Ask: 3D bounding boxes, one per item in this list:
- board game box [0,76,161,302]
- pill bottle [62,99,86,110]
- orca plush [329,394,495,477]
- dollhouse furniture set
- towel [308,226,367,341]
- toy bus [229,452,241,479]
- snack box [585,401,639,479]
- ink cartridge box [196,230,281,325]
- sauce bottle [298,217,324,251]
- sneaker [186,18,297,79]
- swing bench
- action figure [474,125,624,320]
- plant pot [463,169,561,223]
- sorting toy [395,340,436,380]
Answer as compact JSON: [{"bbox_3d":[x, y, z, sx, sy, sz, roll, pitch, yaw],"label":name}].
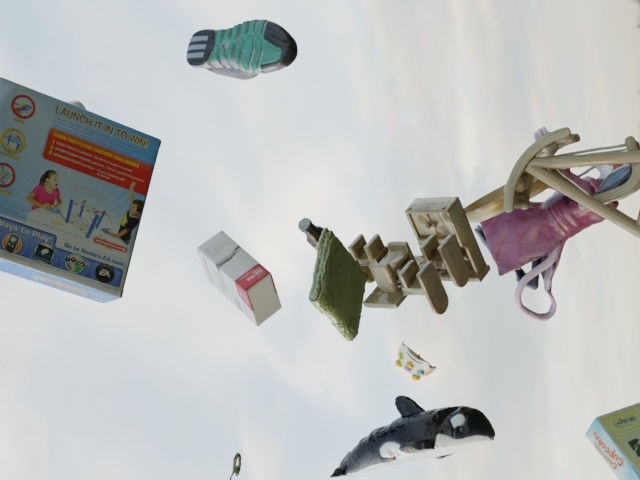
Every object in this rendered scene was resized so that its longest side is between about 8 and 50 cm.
[{"bbox_3d":[-0.460,-0.082,2.038,0.308,0.086,0.302,21,-110,-26],"label":"board game box"},{"bbox_3d":[-0.498,-0.224,2.236,0.120,0.067,0.067,-37,-63,-51],"label":"pill bottle"},{"bbox_3d":[0.141,0.302,1.898,0.151,0.287,0.102,8,-116,-41],"label":"orca plush"},{"bbox_3d":[0.175,0.058,2.087,0.242,0.212,0.161,-47,-57,-36],"label":"dollhouse furniture set"},{"bbox_3d":[0.025,0.063,1.683,0.110,0.027,0.148,49,-148,-33],"label":"towel"},{"bbox_3d":[-0.221,0.549,2.346,0.202,0.104,0.191,-68,-25,-54],"label":"toy bus"},{"bbox_3d":[0.676,0.375,2.206,0.187,0.322,0.060,57,146,35],"label":"snack box"},{"bbox_3d":[-0.133,0.061,1.935,0.135,0.056,0.099,40,158,34],"label":"ink cartridge box"},{"bbox_3d":[0.000,0.000,2.160,0.128,0.042,0.042,41,-138,-49],"label":"sauce bottle"},{"bbox_3d":[-0.102,-0.289,1.835,0.098,0.223,0.083,22,-99,-48],"label":"sneaker"},{"bbox_3d":[0.451,-0.102,1.971,0.253,0.254,0.165,-12,-64,-75],"label":"swing bench"},{"bbox_3d":[0.501,-0.052,2.467,0.248,0.370,0.276,25,-137,-36],"label":"action figure"},{"bbox_3d":[0.379,-0.090,2.354,0.032,0.236,0.236,61,-160,-3],"label":"plant pot"},{"bbox_3d":[0.177,0.224,2.230,0.045,0.083,0.075,-49,-12,-17],"label":"sorting toy"}]
